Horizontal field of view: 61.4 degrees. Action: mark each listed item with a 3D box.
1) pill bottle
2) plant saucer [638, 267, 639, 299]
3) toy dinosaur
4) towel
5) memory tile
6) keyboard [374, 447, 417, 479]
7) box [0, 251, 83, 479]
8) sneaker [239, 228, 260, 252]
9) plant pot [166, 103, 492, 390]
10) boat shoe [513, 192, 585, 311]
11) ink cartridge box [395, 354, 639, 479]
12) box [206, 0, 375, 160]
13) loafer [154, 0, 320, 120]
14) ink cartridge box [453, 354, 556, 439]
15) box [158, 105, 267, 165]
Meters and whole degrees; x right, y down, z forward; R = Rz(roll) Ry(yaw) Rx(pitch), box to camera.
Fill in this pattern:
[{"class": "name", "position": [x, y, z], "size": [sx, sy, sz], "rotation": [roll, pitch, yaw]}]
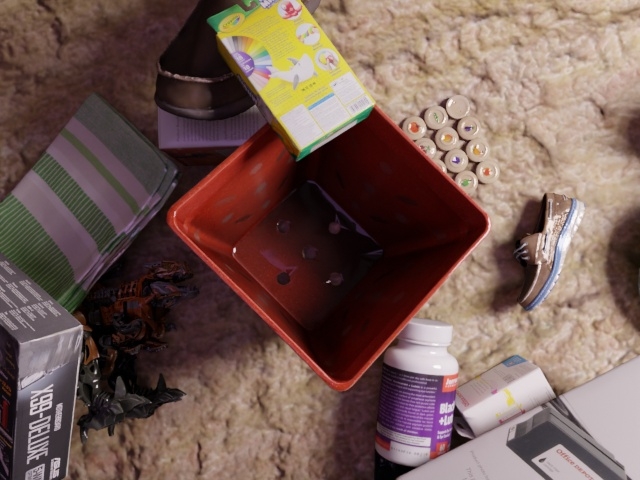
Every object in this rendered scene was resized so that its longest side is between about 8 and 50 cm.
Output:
[{"class": "pill bottle", "position": [0.140, 0.212, 0.777], "size": [0.108, 0.108, 0.193], "rotation": [6, 90, 1]}, {"class": "plant saucer", "position": [0.618, 0.044, 0.752], "size": [0.318, 0.043, 0.317], "rotation": [1, 111, 2]}, {"class": "toy dinosaur", "position": [-0.310, 0.160, 0.790], "size": [0.322, 0.164, 0.218], "rotation": [-38, 74, 24]}, {"class": "towel", "position": [-0.370, -0.037, 0.779], "size": [0.248, 0.038, 0.325], "rotation": [40, 90, 26]}, {"class": "memory tile", "position": [0.200, -0.139, 0.827], "size": [0.113, 0.012, 0.148], "rotation": [-25, 89, 0]}, {"class": "keyboard", "position": [0.103, 0.402, 0.820], "size": [0.108, 0.023, 0.180], "rotation": [1, 89, -6]}, {"class": "box", "position": [-0.435, 0.142, 0.697], "size": [0.307, 0.076, 0.242], "rotation": [28, 115, 28]}, {"class": "sneaker", "position": [-0.113, -0.018, 0.821], "size": [0.037, 0.032, 0.083], "rotation": [-42, 90, 1]}, {"class": "plant pot", "position": [0.000, 0.000, 0.703], "size": [0.267, 0.236, 0.267], "rotation": [45, 76, 1]}, {"class": "boat shoe", "position": [0.325, 0.015, 0.803], "size": [0.066, 0.066, 0.183], "rotation": [25, 80, 6]}, {"class": "ink cartridge box", "position": [0.340, 0.359, 0.694], "size": [0.395, 0.166, 0.285], "rotation": [-27, 118, 0]}, {"class": "box", "position": [-0.035, -0.188, 0.590], "size": [0.105, 0.043, 0.179], "rotation": [-34, 87, -13]}, {"class": "loafer", "position": [-0.108, -0.298, 0.695], "size": [0.134, 0.130, 0.366], "rotation": [14, 54, 12]}, {"class": "ink cartridge box", "position": [0.262, 0.247, 0.784], "size": [0.143, 0.092, 0.090], "rotation": [-30, 90, 2]}, {"class": "box", "position": [-0.130, -0.164, 0.774], "size": [0.171, 0.130, 0.091], "rotation": [-2, 88, 1]}]
